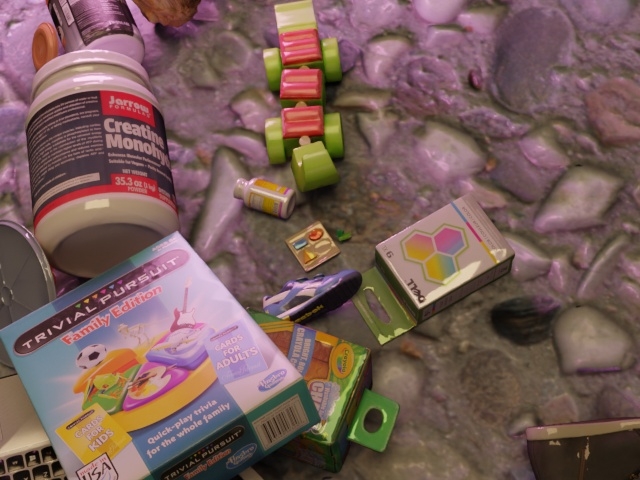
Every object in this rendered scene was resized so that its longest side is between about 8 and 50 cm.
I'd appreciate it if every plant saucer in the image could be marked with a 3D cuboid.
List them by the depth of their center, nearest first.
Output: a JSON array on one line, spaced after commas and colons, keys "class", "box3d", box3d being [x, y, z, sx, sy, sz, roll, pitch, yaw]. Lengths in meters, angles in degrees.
[{"class": "plant saucer", "box3d": [-0.426, -0.293, 1.562, 0.013, 0.083, 0.083, -3, 56, -37]}]

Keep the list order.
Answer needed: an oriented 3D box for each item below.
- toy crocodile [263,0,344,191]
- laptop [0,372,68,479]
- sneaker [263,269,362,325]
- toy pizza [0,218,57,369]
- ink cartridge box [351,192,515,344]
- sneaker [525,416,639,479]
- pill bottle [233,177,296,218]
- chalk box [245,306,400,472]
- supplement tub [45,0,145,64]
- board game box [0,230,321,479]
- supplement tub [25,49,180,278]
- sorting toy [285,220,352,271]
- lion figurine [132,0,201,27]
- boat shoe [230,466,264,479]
[{"class": "toy crocodile", "box3d": [-0.025, -0.217, 1.476, 0.115, 0.105, 0.340, -4, 62, 2]}, {"class": "laptop", "box3d": [-0.426, 0.297, 1.121, 0.382, 0.236, 0.408, -13, 56, -15]}, {"class": "sneaker", "box3d": [-0.014, 0.070, 1.354, 0.144, 0.053, 0.059, -26, 54, -1]}, {"class": "toy pizza", "box3d": [-0.400, 0.071, 1.339, 0.032, 0.201, 0.201, -10, 52, -49]}, {"class": "ink cartridge box", "box3d": [0.142, 0.037, 1.358, 0.209, 0.062, 0.109, -29, 65, -10]}, {"class": "sneaker", "box3d": [0.359, 0.275, 1.224, 0.222, 0.083, 0.118, -4, 82, -5]}, {"class": "pill bottle", "box3d": [-0.079, -0.062, 1.436, 0.083, 0.043, 0.043, 18, 66, 13]}, {"class": "chalk box", "box3d": [-0.012, 0.193, 1.251, 0.213, 0.132, 0.132, 17, 65, 13]}, {"class": "supplement tub", "box3d": [-0.351, -0.343, 1.559, 0.117, 0.117, 0.190, -23, 63, -7]}, {"class": "board game box", "box3d": [-0.195, 0.151, 1.150, 0.254, 0.079, 0.336, -31, 40, -15]}, {"class": "supplement tub", "box3d": [-0.301, -0.103, 1.391, 0.191, 0.191, 0.272, -12, 63, -2]}, {"class": "sorting toy", "box3d": [0.000, 0.000, 1.415, 0.083, 0.012, 0.062, -31, 65, -10]}, {"class": "lion figurine", "box3d": [-0.154, -0.502, 1.615, 0.392, 0.142, 0.240, -31, 72, -15]}, {"class": "boat shoe", "box3d": [-0.187, 0.268, 1.232, 0.340, 0.127, 0.113, 42, 61, 12]}]
